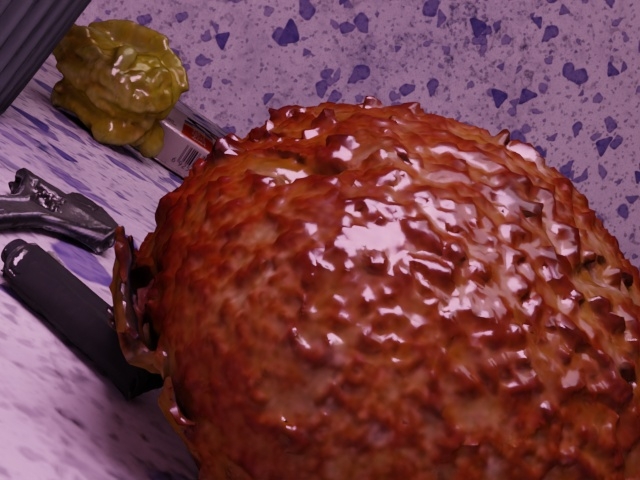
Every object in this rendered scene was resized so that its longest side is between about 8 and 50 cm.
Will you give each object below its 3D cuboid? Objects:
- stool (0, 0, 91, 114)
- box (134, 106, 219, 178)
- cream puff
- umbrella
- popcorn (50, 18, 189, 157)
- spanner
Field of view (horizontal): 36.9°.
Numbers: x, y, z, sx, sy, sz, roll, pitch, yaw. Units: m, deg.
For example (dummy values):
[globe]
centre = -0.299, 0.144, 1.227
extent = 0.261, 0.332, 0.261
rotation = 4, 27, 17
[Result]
[stool]
centre = -0.330, -0.319, 0.921
extent = 0.297, 0.330, 0.297
rotation = 34, 5, -4
[box]
centre = -0.192, -0.138, 1.573
extent = 0.214, 0.069, 0.353
rotation = 34, 4, -12
[cream puff]
centre = 0.063, 0.059, 0.525
extent = 0.350, 0.228, 0.350
rotation = 47, 6, -6
[umbrella]
centre = -0.139, 0.043, 0.555
extent = 0.133, 0.031, 0.036
rotation = 37, 4, 23
[popcorn]
centre = -0.275, -0.210, 1.289
extent = 0.197, 0.156, 0.198
rotation = 27, 27, -15
[spanner]
centre = -0.219, -0.018, 0.649
extent = 0.093, 0.026, 0.325
rotation = 37, 8, 6
